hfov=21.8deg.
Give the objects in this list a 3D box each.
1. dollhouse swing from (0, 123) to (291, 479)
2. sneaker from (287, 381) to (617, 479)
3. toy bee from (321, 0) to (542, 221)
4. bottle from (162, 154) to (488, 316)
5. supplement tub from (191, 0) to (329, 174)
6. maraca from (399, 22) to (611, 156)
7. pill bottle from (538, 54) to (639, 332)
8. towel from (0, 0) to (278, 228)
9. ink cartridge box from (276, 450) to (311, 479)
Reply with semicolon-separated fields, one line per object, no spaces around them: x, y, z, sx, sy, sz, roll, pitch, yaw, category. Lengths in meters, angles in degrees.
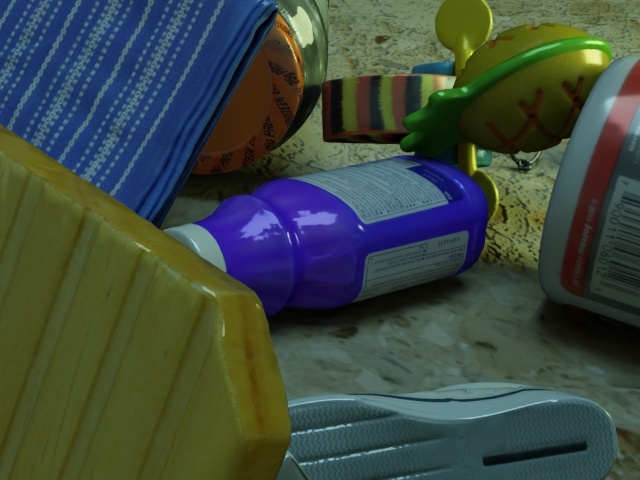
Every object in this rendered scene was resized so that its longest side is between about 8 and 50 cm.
-0.231;0.133;0.629;0.315;0.305;0.347;-13;34;-42;dollhouse swing
0.050;0.136;1.023;0.258;0.094;0.091;0;-2;-16;sneaker
0.152;-0.125;1.469;0.162;0.195;0.298;-5;17;47;toy bee
0.000;0.000;1.268;0.283;0.092;0.118;-14;28;-42;bottle
-0.095;-0.196;1.524;0.207;0.207;0.338;9;24;-3;supplement tub
0.151;-0.116;1.347;0.186;0.127;0.099;-21;66;-8;maraca
0.368;0.003;1.272;0.363;0.210;0.210;19;25;17;pill bottle
-0.205;-0.141;1.343;0.336;0.243;0.040;28;-2;36;towel
-0.093;0.129;0.904;0.127;0.072;0.175;-38;41;-10;ink cartridge box
